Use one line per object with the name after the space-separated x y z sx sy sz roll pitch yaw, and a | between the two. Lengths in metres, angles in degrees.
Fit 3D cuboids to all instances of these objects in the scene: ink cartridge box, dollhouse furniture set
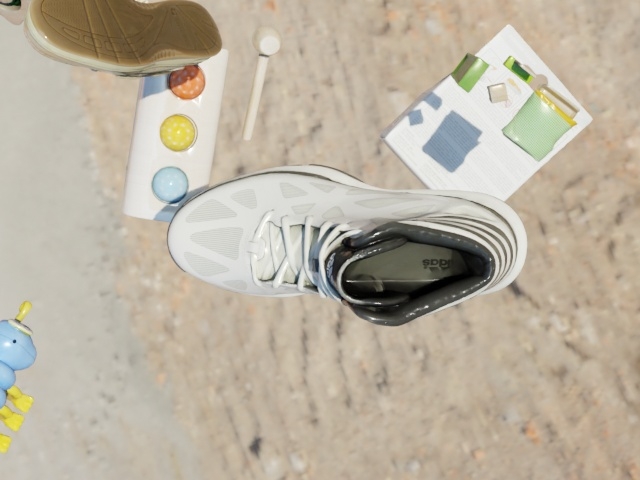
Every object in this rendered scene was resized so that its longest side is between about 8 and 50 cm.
0.229 -0.156 1.769 0.189 0.232 0.066 46 -179 -13 | ink cartridge box
0.217 -0.150 1.393 0.076 0.152 0.058 -52 14 10 | dollhouse furniture set

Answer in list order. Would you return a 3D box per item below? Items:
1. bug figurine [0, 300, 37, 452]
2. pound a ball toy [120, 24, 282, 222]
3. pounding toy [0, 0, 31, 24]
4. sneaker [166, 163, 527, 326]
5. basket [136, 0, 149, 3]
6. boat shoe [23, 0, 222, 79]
-0.307 0.086 0.763 0.072 0.279 0.216 -17 47 57 | bug figurine
-0.180 -0.185 1.942 0.136 0.208 0.319 -139 59 -75 | pound a ball toy
-0.544 -0.494 2.268 0.154 0.155 0.269 44 158 -23 | pounding toy
0.000 -0.001 1.462 0.448 0.257 0.169 1 95 16 | sneaker
-0.355 -0.375 2.044 0.167 0.113 0.103 37 155 31 | basket
-0.248 -0.239 1.527 0.098 0.302 0.109 -25 82 34 | boat shoe
